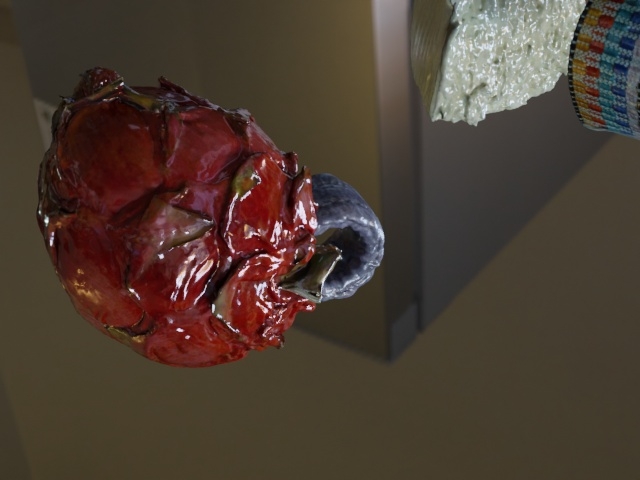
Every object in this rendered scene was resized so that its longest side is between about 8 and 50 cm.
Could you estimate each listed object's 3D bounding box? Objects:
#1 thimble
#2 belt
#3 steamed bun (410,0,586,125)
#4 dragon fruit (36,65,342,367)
[{"bbox_3d":[0.001,-0.002,1.475,0.150,0.150,0.097,-16,-137,-16],"label":"thimble"},{"bbox_3d":[0.445,-0.251,1.632,0.150,0.257,0.207,29,-101,33],"label":"belt"},{"bbox_3d":[0.297,-0.352,1.991,0.272,0.290,0.273,2,-147,-14],"label":"steamed bun"},{"bbox_3d":[-0.148,-0.017,1.229,0.343,0.277,0.277,28,-138,6],"label":"dragon fruit"}]
